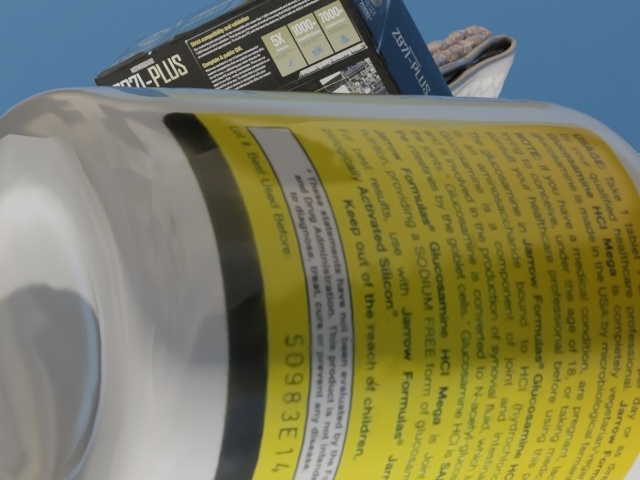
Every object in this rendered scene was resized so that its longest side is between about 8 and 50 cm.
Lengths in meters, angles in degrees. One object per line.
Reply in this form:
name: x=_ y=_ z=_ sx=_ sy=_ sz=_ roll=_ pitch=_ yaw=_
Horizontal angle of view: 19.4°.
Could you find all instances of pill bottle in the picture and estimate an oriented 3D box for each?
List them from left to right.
pill bottle: x=0.030 y=0.034 z=0.773 sx=0.334 sy=0.188 sz=0.188 roll=-1 pitch=-158 yaw=-34

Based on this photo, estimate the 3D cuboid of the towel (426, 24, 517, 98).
towel: x=0.029 y=0.013 z=1.436 sx=0.053 sy=0.317 sz=0.332 roll=27 pitch=-149 yaw=23

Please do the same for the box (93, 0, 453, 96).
box: x=-0.023 y=-0.084 z=1.164 sx=0.180 sy=0.147 sz=0.077 roll=-23 pitch=-165 yaw=26
